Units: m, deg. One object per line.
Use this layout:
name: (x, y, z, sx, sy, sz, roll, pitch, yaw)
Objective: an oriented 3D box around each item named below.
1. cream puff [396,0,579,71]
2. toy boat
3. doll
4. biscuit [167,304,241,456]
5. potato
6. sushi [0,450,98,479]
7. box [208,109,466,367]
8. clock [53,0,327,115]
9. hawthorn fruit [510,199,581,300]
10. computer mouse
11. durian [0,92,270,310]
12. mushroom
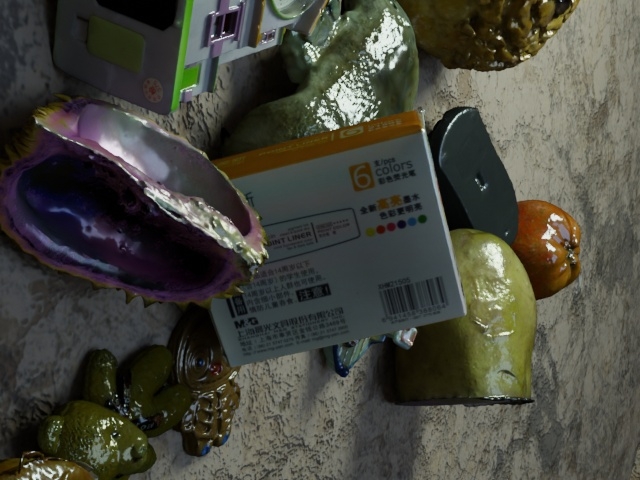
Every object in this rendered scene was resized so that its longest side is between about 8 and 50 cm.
cream puff: (0.251, -0.400, 1.481, 0.343, 0.231, 0.327, -21, 118, -55)
toy boat: (0.086, 0.062, 1.418, 0.114, 0.115, 0.262, 37, 65, -55)
doll: (-0.188, 0.177, 1.029, 0.209, 0.097, 0.137, -45, 127, -52)
biscuit: (-0.124, 0.155, 1.186, 0.124, 0.026, 0.175, -20, 113, -54)
potato: (0.218, 0.116, 1.569, 0.229, 0.229, 0.266, 15, 75, -58)
sushi: (-0.282, 0.257, 0.831, 0.296, 0.179, 0.167, -34, 113, -61)
box: (0.000, 0.000, 1.109, 0.091, 0.274, 0.220, -88, 165, -68)
clock: (-0.084, -0.279, 0.997, 0.309, 0.166, 0.235, -35, 144, -53)
hawthorn fruit: (0.344, 0.020, 1.770, 0.189, 0.189, 0.189, -18, 111, -56)
computer mouse: (0.219, -0.087, 1.628, 0.137, 0.086, 0.269, -55, 131, -28)
durian: (-0.169, -0.043, 0.960, 0.260, 0.154, 0.186, 45, 40, -25)
mushroom: (0.021, -0.163, 1.243, 0.344, 0.130, 0.247, -51, 148, -42)
